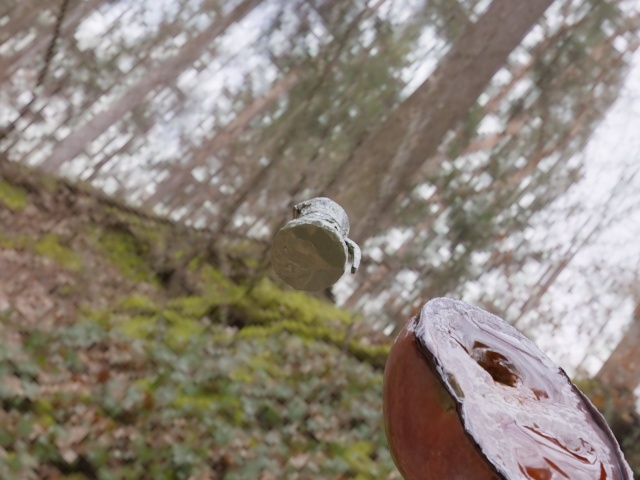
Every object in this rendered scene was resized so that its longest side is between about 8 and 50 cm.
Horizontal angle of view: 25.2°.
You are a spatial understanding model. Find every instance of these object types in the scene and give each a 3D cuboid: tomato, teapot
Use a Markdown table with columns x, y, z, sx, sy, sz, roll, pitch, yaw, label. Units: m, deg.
| x | y | z | sx | sy | sz | roll | pitch | yaw | label |
| --- | --- | --- | --- | --- | --- | --- | --- | --- | --- |
| 0.134 | 0.161 | 1.109 | 0.199 | 0.228 | 0.112 | 19 | -56 | -36 | tomato |
| 0.000 | 0.000 | 1.070 | 0.067 | 0.083 | 0.057 | 29 | -68 | -5 | teapot |
